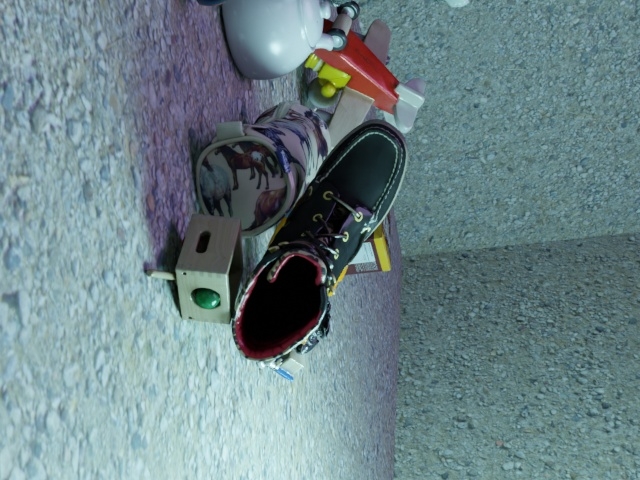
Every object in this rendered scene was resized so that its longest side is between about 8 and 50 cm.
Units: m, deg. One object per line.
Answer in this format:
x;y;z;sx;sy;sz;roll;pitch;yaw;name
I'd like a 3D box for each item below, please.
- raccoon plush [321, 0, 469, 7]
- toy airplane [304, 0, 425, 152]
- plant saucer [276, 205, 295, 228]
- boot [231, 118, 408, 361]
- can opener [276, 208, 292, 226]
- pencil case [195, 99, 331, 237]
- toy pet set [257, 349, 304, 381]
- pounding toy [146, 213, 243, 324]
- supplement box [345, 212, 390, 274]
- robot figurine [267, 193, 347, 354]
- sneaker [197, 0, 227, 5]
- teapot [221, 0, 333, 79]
0.070;-0.529;1.808;0.216;0.446;0.299;-36;158;-50;raccoon plush
0.088;-0.417;2.180;0.386;0.272;0.384;-12;82;-46;toy airplane
-0.049;0.022;1.847;0.278;0.041;0.278;-7;90;-79;plant saucer
0.000;0.000;1.246;0.138;0.377;0.284;38;17;-4;boot
-0.076;-0.113;1.701;0.280;0.074;0.093;-81;161;-52;can opener
-0.088;-0.146;1.452;0.410;0.160;0.183;-60;154;-71;pencil case
-0.090;0.209;1.561;0.114;0.065;0.122;38;31;-23;toy pet set
-0.171;0.043;1.155;0.130;0.100;0.141;92;5;-45;pounding toy
0.073;-0.026;2.079;0.129;0.194;0.191;71;17;-47;supplement box
-0.036;0.064;1.532;0.211;0.085;0.291;46;59;-37;robot figurine
-0.191;-0.485;1.193;0.350;0.131;0.148;62;20;-62;sneaker
-0.075;-0.438;1.597;0.256;0.187;0.252;-78;159;-55;teapot
